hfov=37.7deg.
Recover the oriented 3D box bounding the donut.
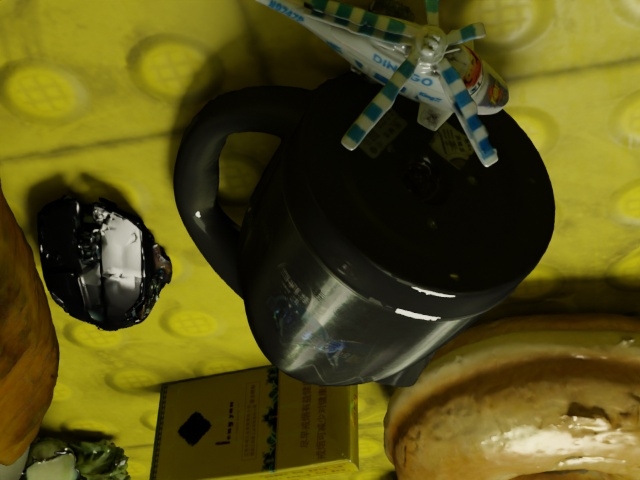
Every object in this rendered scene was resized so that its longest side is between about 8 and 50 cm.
[{"bbox_3d":[0.297,0.240,1.182,0.449,0.198,0.448,0,141,0],"label":"donut"}]

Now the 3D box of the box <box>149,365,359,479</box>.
[{"bbox_3d":[-0.086,0.241,1.220,0.279,0.153,0.041,-12,142,16],"label":"box"}]

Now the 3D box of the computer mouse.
[{"bbox_3d":[-0.236,0.037,1.012,0.147,0.077,0.241,0,144,-2],"label":"computer mouse"}]

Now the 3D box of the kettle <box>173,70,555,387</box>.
[{"bbox_3d":[0.000,0.000,0.871,0.321,0.228,0.324,34,143,0],"label":"kettle"}]

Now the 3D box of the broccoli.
[{"bbox_3d":[-0.401,0.337,1.364,0.243,0.180,0.272,-3,127,-17],"label":"broccoli"}]

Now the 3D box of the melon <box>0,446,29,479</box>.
[{"bbox_3d":[-0.488,0.246,1.151,0.272,0.271,0.308,16,170,-20],"label":"melon"}]

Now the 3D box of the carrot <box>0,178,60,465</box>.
[{"bbox_3d":[-0.391,0.056,0.905,0.242,0.241,0.340,2,141,-3],"label":"carrot"}]

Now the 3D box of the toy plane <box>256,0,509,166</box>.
[{"bbox_3d":[0.013,-0.152,0.713,0.273,0.181,0.107,4,175,-3],"label":"toy plane"}]
